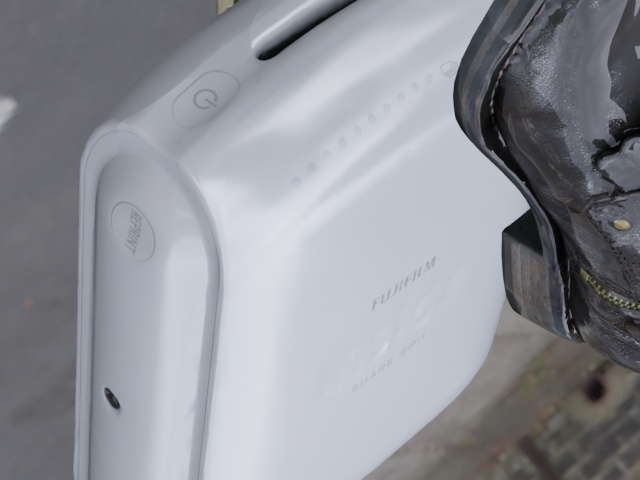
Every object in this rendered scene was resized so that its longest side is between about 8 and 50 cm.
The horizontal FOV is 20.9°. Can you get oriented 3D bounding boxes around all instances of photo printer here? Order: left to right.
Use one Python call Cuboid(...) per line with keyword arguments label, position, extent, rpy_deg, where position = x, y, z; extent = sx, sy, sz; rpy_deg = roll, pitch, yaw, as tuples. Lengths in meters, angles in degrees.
Cuboid(label="photo printer", position=(0.000, 0.000, 0.827), extent=(0.256, 0.107, 0.307), rpy_deg=(-34, 149, -35))

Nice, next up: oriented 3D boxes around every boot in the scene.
Cuboid(label="boot", position=(0.162, 0.012, 0.523), extent=(0.091, 0.229, 0.263), rpy_deg=(-49, 153, -15))

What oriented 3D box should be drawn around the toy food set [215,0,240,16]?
Cuboid(label="toy food set", position=(-0.057, -0.245, 2.055), extent=(0.192, 0.132, 0.038), rpy_deg=(20, 146, -35))
